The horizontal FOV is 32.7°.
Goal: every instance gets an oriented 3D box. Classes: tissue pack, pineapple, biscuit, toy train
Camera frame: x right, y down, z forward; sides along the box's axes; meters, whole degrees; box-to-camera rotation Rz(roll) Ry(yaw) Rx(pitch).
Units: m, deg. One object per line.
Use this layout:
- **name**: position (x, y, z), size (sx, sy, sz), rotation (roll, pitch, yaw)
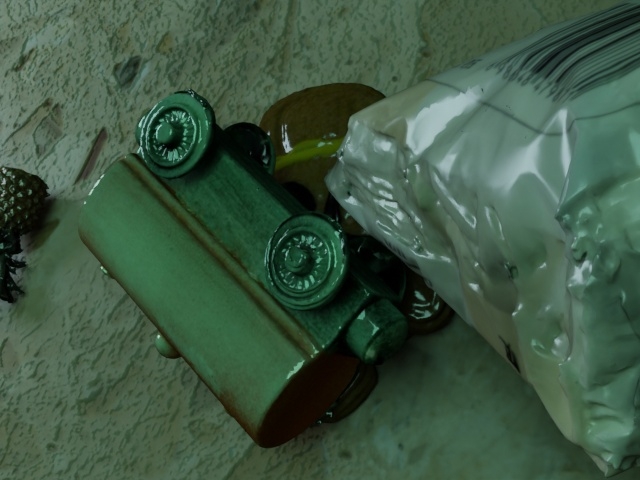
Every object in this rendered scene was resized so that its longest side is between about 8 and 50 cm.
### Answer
- **tissue pack**: position (0.213, -0.065, 0.637), size (0.390, 0.195, 0.375), rotation (-22, 23, -4)
- **pineapple**: position (-0.281, -0.001, 0.963), size (0.058, 0.058, 0.124), rotation (1, 67, 22)
- **biscuit**: position (0.000, 0.000, 0.864), size (0.208, 0.041, 0.290), rotation (-11, 63, 17)
- **toy train**: position (-0.066, 0.017, 0.804), size (0.285, 0.116, 0.177), rotation (44, 103, 28)
